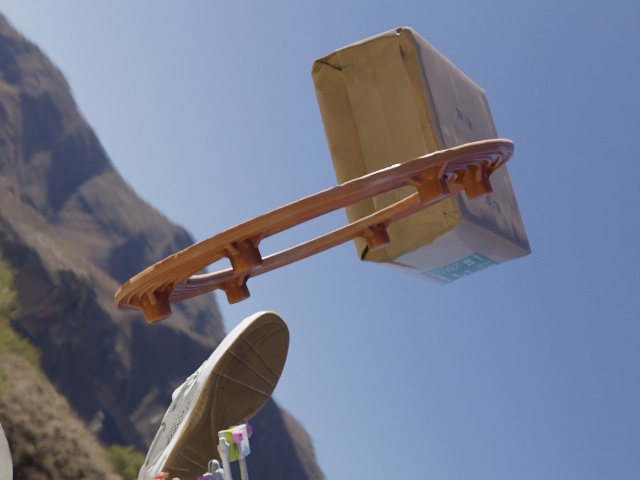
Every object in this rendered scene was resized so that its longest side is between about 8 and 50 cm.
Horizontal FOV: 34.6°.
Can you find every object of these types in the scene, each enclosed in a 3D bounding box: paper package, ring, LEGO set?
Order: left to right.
[{"bbox_3d":[-0.106,0.210,0.837,0.287,0.132,0.107,153,-72,-69],"label":"LEGO set"},{"bbox_3d":[0.000,0.000,0.819,0.336,0.337,0.032,138,-68,-75],"label":"ring"},{"bbox_3d":[0.154,-0.109,1.515,0.325,0.168,0.309,18,56,-62],"label":"paper package"}]

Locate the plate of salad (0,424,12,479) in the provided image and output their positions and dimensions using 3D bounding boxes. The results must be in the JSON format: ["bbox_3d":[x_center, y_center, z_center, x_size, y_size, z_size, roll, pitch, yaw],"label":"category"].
[{"bbox_3d":[-0.388,0.187,1.070,0.200,0.048,0.199,15,-58,26],"label":"plate of salad"}]

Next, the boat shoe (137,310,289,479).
[{"bbox_3d":[-0.142,0.202,1.281,0.096,0.277,0.098,7,-33,52],"label":"boat shoe"}]
